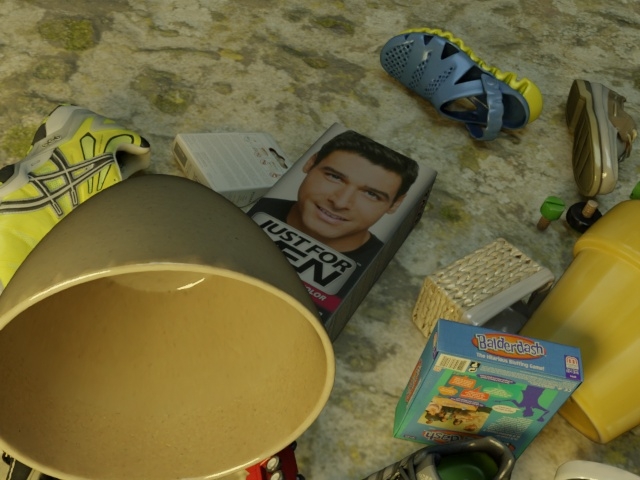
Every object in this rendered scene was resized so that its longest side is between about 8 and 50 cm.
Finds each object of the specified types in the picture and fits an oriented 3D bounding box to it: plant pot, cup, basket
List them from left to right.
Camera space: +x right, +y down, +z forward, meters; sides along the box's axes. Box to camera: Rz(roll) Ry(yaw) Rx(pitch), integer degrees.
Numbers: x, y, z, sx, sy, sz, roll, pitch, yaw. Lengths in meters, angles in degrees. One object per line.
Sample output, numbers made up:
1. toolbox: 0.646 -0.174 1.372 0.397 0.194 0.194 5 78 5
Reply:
1. cup: -0.168 0.067 0.752 0.330 0.331 0.237 -1 41 -12
2. basket: 0.221 0.083 0.999 0.167 0.113 0.103 -25 56 -29
3. plant pot: 0.382 0.118 0.906 0.239 0.254 0.254 -40 63 -5

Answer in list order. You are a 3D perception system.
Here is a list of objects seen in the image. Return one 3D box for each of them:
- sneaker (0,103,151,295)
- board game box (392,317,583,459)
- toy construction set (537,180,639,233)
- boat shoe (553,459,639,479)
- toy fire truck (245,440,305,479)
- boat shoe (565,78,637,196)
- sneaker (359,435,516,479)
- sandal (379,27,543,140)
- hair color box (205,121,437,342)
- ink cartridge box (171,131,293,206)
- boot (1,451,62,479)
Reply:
1. sneaker: -0.348 -0.049 0.982 0.147 0.145 0.385 12 50 0
2. board game box: 0.185 0.182 0.840 0.160 0.210 0.047 12 48 -1
3. toy construction set: 0.537 -0.018 1.066 0.257 0.237 0.309 -12 53 -21
4. boat shoe: 0.386 0.367 0.795 0.301 0.108 0.102 37 51 11
5. toy fire truck: -0.079 0.291 0.775 0.135 0.047 0.192 -41 24 7
6. boat shoe: 0.514 -0.191 1.296 0.103 0.113 0.302 9 47 4
7. sneaker: 0.085 0.284 0.789 0.299 0.121 0.111 -18 55 -24
8. sandal: 0.245 -0.283 1.322 0.317 0.126 0.138 29 54 16
9. hair color box: 0.000 0.000 1.027 0.185 0.114 0.374 28 49 14
10. ink cartridge box: -0.131 -0.117 1.166 0.179 0.045 0.145 -5 48 -40
11. boot: -0.359 0.210 0.799 0.178 0.085 0.236 8 48 2
